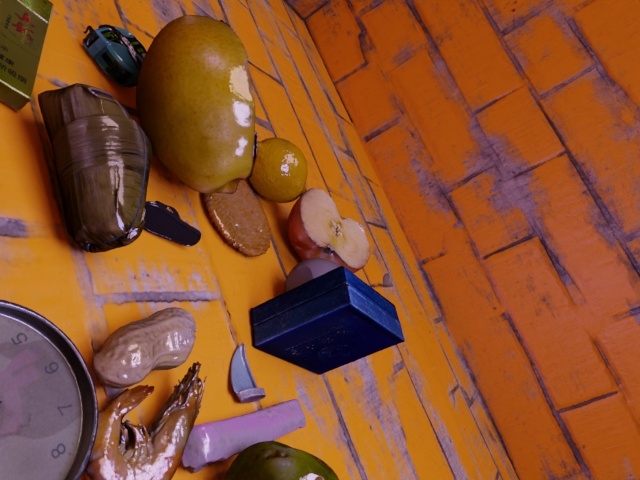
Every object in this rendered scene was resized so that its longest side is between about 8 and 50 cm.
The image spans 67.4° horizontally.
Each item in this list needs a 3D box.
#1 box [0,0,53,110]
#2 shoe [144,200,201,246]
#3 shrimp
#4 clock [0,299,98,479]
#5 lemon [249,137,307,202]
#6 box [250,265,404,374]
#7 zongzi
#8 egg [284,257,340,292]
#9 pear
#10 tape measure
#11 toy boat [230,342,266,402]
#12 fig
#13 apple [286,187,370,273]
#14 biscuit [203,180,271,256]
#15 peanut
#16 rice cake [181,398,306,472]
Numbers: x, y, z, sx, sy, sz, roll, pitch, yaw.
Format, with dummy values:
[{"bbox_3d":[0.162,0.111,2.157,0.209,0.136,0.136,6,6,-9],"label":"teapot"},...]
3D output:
[{"bbox_3d":[-0.569,-0.381,0.825,0.173,0.043,0.311,36,32,-47],"label":"box"},{"bbox_3d":[-0.311,-0.040,0.978,0.159,0.062,0.053,38,18,-45],"label":"shoe"},{"bbox_3d":[-0.250,0.275,0.715,0.150,0.068,0.248,58,29,-15],"label":"shrimp"},{"bbox_3d":[-0.379,0.195,0.531,0.280,0.055,0.280,49,24,-30],"label":"clock"},{"bbox_3d":[-0.126,-0.208,1.438,0.244,0.187,0.187,46,25,-46],"label":"lemon"},{"bbox_3d":[0.021,0.204,1.149,0.279,0.261,0.116,39,33,-45],"label":"box"},{"bbox_3d":[-0.361,-0.110,0.887,0.300,0.138,0.286,55,18,-80],"label":"zongzi"},{"bbox_3d":[0.003,0.142,1.307,0.232,0.176,0.176,39,30,-58],"label":"egg"},{"bbox_3d":[-0.295,-0.289,1.042,0.191,0.340,0.386,-7,74,-34],"label":"pear"},{"bbox_3d":[-0.453,-0.424,1.093,0.146,0.081,0.125,56,25,-17],"label":"tape measure"},{"bbox_3d":[-0.161,0.271,0.985,0.096,0.034,0.122,23,35,-58],"label":"toy boat"},{"bbox_3d":[-0.085,0.466,0.751,0.206,0.206,0.275,44,60,-38],"label":"fig"},{"bbox_3d":[0.000,0.000,1.496,0.293,0.163,0.251,42,37,-17],"label":"apple"},{"bbox_3d":[-0.216,-0.069,1.260,0.254,0.035,0.254,47,27,-33],"label":"biscuit"},{"bbox_3d":[-0.272,0.170,0.761,0.098,0.090,0.214,61,22,4],"label":"peanut"},{"bbox_3d":[-0.128,0.358,0.907,0.365,0.056,0.072,18,49,-60],"label":"rice cake"}]
